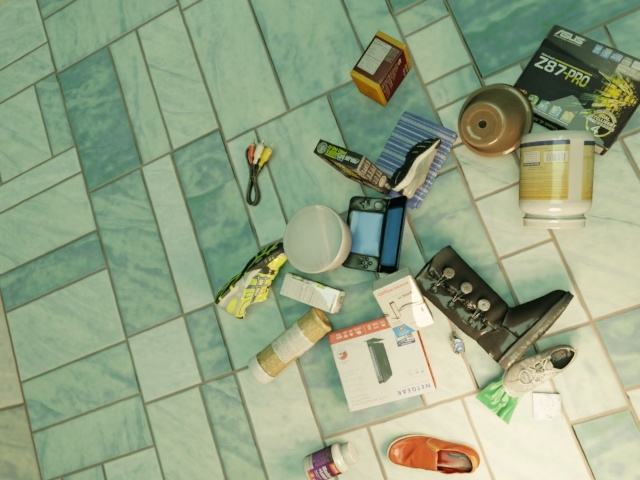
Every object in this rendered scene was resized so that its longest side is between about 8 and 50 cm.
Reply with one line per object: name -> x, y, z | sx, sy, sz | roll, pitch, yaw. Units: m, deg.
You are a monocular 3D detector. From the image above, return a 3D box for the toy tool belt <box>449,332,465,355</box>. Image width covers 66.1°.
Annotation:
toy tool belt -> 0.499, 0.379, 1.796 | 0.052, 0.051, 0.083 | -17, 80, 14

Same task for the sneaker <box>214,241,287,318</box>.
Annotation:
sneaker -> -0.252, 0.159, 2.020 | 0.385, 0.145, 0.147 | -42, 106, 6

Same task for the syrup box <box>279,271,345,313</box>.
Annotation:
syrup box -> -0.031, 0.207, 1.950 | 0.237, 0.093, 0.096 | 17, 89, 18

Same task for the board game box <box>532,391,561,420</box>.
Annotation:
board game box -> 0.786, 0.576, 1.707 | 0.090, 0.020, 0.090 | -1, 84, 16

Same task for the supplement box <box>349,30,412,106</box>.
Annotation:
supplement box -> 0.238, -0.661, 1.907 | 0.129, 0.191, 0.194 | 36, 96, 17

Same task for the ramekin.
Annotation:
ramekin -> 0.000, 0.000, 1.921 | 0.273, 0.127, 0.273 | -6, 79, 30

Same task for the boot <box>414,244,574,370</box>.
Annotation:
boot -> 0.600, 0.179, 1.750 | 0.367, 0.146, 0.445 | -39, 60, -12

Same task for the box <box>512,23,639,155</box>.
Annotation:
box -> 0.914, -0.534, 1.743 | 0.395, 0.097, 0.318 | 35, 94, 19

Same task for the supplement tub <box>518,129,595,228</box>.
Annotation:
supplement tub -> 0.793, -0.203, 1.662 | 0.228, 0.228, 0.316 | 1, 97, 17

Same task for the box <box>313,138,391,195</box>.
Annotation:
box -> 0.128, -0.271, 1.834 | 0.216, 0.270, 0.060 | 30, 92, 34

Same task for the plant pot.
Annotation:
plant pot -> 0.592, -0.413, 1.714 | 0.263, 0.229, 0.263 | 9, 108, 28

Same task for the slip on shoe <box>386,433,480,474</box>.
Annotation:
slip on shoe -> 0.399, 0.772, 1.761 | 0.331, 0.101, 0.123 | 0, 86, 18

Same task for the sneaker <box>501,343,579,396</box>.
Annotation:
sneaker -> 0.735, 0.423, 1.651 | 0.281, 0.115, 0.105 | -32, 72, -7

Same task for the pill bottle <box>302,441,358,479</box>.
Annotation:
pill bottle -> 0.039, 0.834, 1.857 | 0.193, 0.108, 0.108 | -29, 77, 12

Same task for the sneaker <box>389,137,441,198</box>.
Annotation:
sneaker -> 0.368, -0.276, 1.852 | 0.271, 0.108, 0.100 | -53, 28, -9

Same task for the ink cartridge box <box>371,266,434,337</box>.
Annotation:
ink cartridge box -> 0.289, 0.218, 1.733 | 0.148, 0.086, 0.203 | -26, 104, 13

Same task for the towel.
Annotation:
towel -> 0.354, -0.313, 1.925 | 0.243, 0.040, 0.336 | 29, 92, 20

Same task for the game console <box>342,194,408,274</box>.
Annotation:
game console -> 0.199, -0.029, 1.865 | 0.250, 0.173, 0.293 | 8, 86, 17

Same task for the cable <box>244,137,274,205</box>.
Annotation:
cable -> -0.291, -0.297, 2.091 | 0.139, 0.072, 0.287 | 18, 90, 23

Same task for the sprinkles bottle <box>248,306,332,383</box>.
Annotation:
sprinkles bottle -> -0.121, 0.414, 1.940 | 0.355, 0.121, 0.121 | -41, 75, 9

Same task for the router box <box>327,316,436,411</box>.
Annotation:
router box -> 0.230, 0.449, 1.853 | 0.335, 0.082, 0.301 | -20, 79, 14

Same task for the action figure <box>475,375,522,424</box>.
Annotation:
action figure -> 0.672, 0.508, 1.726 | 0.137, 0.063, 0.232 | 40, 89, 18
